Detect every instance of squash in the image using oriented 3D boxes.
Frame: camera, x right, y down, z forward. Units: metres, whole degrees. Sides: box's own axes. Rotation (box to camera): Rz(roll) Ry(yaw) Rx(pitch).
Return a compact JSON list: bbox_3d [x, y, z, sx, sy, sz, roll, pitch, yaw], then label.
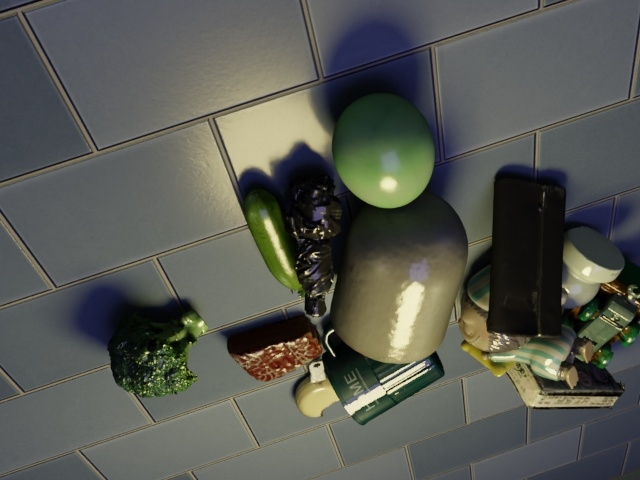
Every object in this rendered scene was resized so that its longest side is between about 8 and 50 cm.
[{"bbox_3d":[-0.101,0.017,1.750,0.101,0.101,0.379,-23,135,3],"label":"squash"}]

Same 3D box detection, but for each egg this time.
[{"bbox_3d":[0.138,-0.193,1.548,0.220,0.220,0.270,-23,139,3],"label":"egg"}]

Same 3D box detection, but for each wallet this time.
[{"bbox_3d":[0.542,0.048,1.853,0.228,0.062,0.406,6,86,-21],"label":"wallet"}]

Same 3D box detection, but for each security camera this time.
[{"bbox_3d":[0.738,0.096,2.067,0.194,0.195,0.236,5,134,-24],"label":"security camera"}]

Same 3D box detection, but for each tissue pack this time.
[{"bbox_3d":[0.790,0.438,2.362,0.361,0.259,0.122,5,124,-25],"label":"tissue pack"}]

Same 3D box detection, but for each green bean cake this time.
[{"bbox_3d":[-0.121,0.302,2.016,0.232,0.097,0.198,-26,135,6],"label":"green bean cake"}]

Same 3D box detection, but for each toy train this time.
[{"bbox_3d":[0.887,0.225,2.220,0.178,0.249,0.429,32,145,9],"label":"toy train"}]

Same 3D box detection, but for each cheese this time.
[{"bbox_3d":[-0.023,0.462,2.222,0.163,0.071,0.249,-27,136,5],"label":"cheese"}]

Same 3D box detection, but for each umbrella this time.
[{"bbox_3d":[-0.013,0.007,1.695,0.154,0.128,0.337,-36,127,-50],"label":"umbrella"}]

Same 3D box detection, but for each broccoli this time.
[{"bbox_3d":[-0.405,0.284,1.817,0.270,0.270,0.270,-39,142,-26],"label":"broccoli"}]

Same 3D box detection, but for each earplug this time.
[{"bbox_3d":[0.196,0.065,1.756,0.312,0.313,0.394,-6,132,-15],"label":"earplug"}]

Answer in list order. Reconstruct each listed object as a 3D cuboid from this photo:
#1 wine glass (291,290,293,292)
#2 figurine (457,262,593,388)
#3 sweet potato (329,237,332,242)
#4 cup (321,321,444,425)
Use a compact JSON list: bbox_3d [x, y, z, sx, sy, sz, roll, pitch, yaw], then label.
[{"bbox_3d":[-0.041,0.117,1.909,0.083,0.042,0.039,-8,164,-15],"label":"wine glass"},{"bbox_3d":[0.545,0.193,1.973,0.266,0.361,0.378,-49,136,-25],"label":"figurine"},{"bbox_3d":[0.002,-0.001,1.803,0.053,0.054,0.182,-14,134,-20],"label":"sweet potato"},{"bbox_3d":[0.175,0.341,2.098,0.292,0.308,0.242,-30,167,9],"label":"cup"}]
